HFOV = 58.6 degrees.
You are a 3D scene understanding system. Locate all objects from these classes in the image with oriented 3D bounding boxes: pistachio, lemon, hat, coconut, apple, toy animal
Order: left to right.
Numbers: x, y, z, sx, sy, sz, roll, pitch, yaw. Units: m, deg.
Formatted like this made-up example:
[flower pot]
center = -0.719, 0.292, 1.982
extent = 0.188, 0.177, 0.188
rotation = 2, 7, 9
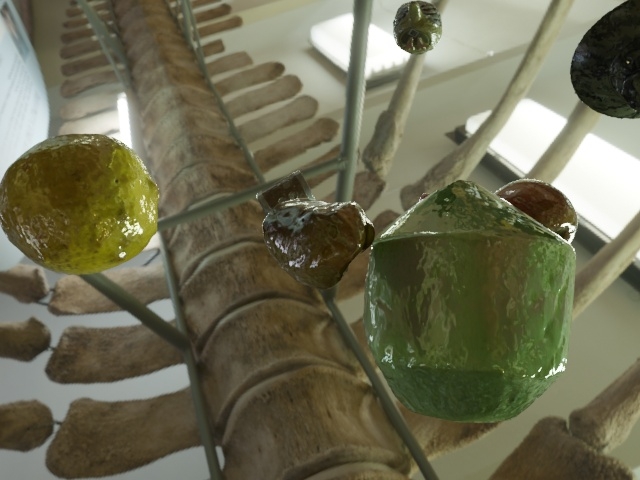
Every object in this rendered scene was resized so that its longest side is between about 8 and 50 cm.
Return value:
[lemon]
center = -0.578, -0.082, 1.363
extent = 0.387, 0.350, 0.350
rotation = -11, -144, -1
[pistachio]
center = 0.000, 0.003, 0.698
extent = 0.100, 0.110, 0.189
rotation = 15, 176, -35
[toy animal]
center = 0.181, -0.416, 1.067
extent = 0.098, 0.137, 0.098
rotation = -5, -118, 10
[coconut]
center = 0.198, 0.076, 0.783
extent = 0.281, 0.328, 0.328
rotation = -3, -145, 42
[apple]
center = 0.439, -0.037, 1.220
extent = 0.188, 0.188, 0.174
rotation = -27, -140, -16
[hat]
center = 0.572, -0.284, 0.963
extent = 0.265, 0.266, 0.128
rotation = -5, -140, 14

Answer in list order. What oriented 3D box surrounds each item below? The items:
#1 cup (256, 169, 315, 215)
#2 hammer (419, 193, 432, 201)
[cup]
center = -0.063, -0.072, 1.131
extent = 0.099, 0.102, 0.074
rotation = -29, -163, -3
[hammer]
center = 0.246, -0.075, 1.182
extent = 0.083, 0.043, 0.043
rotation = 6, -142, 1
